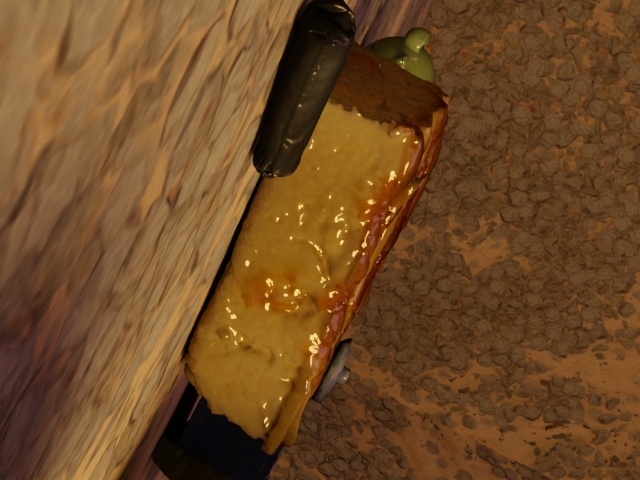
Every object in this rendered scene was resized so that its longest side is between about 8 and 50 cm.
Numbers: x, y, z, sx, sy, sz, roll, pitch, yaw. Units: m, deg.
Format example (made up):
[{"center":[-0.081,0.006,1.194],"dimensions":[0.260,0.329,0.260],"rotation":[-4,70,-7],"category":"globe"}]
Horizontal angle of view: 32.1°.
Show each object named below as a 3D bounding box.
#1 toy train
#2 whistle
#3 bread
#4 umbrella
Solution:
[{"center":[-0.063,0.165,1.138],"dimensions":[0.202,0.131,0.299],"rotation":[-61,178,-5],"category":"toy train"},{"center":[0.062,-0.137,1.127],"dimensions":[0.105,0.085,0.227],"rotation":[-54,176,-17],"category":"whistle"},{"center":[0.000,0.000,0.843],"dimensions":[0.185,0.114,0.274],"rotation":[-62,176,-66],"category":"bread"},{"center":[-0.012,-0.077,0.603],"dimensions":[0.036,0.031,0.133],"rotation":[-36,163,-33],"category":"umbrella"}]
